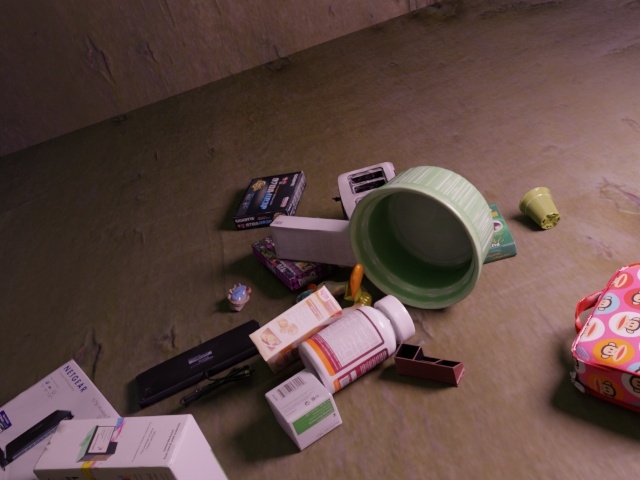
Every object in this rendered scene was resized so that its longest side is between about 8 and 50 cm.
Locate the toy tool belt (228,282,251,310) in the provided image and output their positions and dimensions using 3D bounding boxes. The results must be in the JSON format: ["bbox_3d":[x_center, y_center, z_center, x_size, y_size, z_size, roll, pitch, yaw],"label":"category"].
[{"bbox_3d":[-0.203,0.134,1.749,0.052,0.051,0.083,2,38,29],"label":"toy tool belt"}]

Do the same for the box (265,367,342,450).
[{"bbox_3d":[-0.033,0.324,1.347,0.101,0.087,0.102,-30,35,-17],"label":"box"}]

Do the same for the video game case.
[{"bbox_3d":[-0.038,0.028,1.807,0.210,0.041,0.232,-23,32,-22],"label":"video game case"}]

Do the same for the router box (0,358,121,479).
[{"bbox_3d":[-0.581,0.434,1.475,0.301,0.082,0.335,-36,36,-24],"label":"router box"}]

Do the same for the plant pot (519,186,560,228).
[{"bbox_3d":[0.528,-0.070,1.658,0.083,0.083,0.079,-20,46,-1],"label":"plant pot"}]

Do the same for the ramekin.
[{"bbox_3d":[0.228,-0.015,1.529,0.303,0.303,0.148,5,33,33],"label":"ramekin"}]

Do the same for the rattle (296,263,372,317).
[{"bbox_3d":[0.015,0.102,1.609,0.200,0.142,0.130,27,68,42],"label":"rattle"}]

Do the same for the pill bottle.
[{"bbox_3d":[0.076,0.209,1.430,0.221,0.121,0.121,-30,34,-16],"label":"pill bottle"}]

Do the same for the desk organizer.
[{"bbox_3d":[0.213,0.242,1.375,0.130,0.050,0.047,5,40,33],"label":"desk organizer"}]

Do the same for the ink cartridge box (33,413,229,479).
[{"bbox_3d":[-0.333,0.423,1.251,0.278,0.201,0.117,-7,34,18],"label":"ink cartridge box"}]

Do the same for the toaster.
[{"bbox_3d":[0.130,-0.092,1.761,0.186,0.110,0.168,-15,57,1],"label":"toaster"}]

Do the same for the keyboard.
[{"bbox_3d":[-0.258,0.292,1.566,0.317,0.033,0.201,-26,27,-8],"label":"keyboard"}]

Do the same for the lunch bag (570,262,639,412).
[{"bbox_3d":[0.577,0.163,1.239,0.258,0.120,0.293,14,46,42],"label":"lunch bag"}]

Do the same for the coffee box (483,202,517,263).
[{"bbox_3d":[0.391,-0.016,1.672,0.113,0.040,0.184,-16,32,6],"label":"coffee box"}]

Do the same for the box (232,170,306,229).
[{"bbox_3d":[-0.150,-0.121,2.097,0.175,0.051,0.220,-7,34,19],"label":"box"}]

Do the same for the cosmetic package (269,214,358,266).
[{"bbox_3d":[0.000,0.000,1.702,0.239,0.098,0.060,6,31,25],"label":"cosmetic package"}]

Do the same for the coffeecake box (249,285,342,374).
[{"bbox_3d":[-0.045,0.191,1.473,0.185,0.142,0.068,-33,69,-9],"label":"coffeecake box"}]
